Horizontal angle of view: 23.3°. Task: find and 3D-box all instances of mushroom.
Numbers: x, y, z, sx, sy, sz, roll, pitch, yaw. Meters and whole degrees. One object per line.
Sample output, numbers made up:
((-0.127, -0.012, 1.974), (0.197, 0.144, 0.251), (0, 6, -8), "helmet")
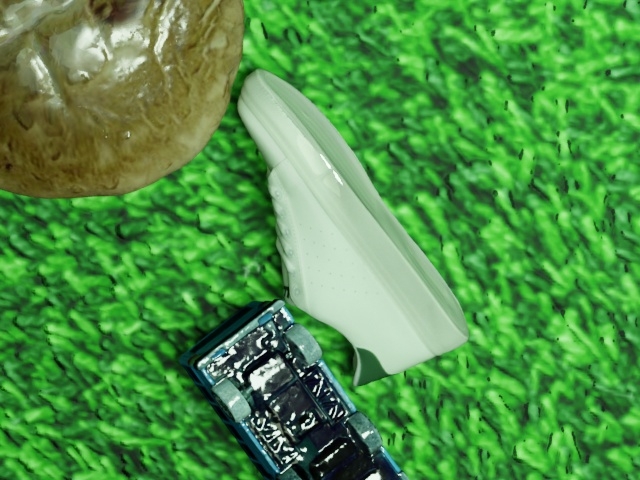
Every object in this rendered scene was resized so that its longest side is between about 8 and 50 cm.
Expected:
((-0.190, -0.160, 1.130), (0.278, 0.146, 0.278), (0, 100, 2), "mushroom")

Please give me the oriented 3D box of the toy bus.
((-0.021, 0.142, 1.216), (0.090, 0.106, 0.185), (-37, 100, -16), "toy bus")

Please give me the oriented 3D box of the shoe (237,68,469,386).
((0.000, 0.000, 1.180), (0.110, 0.095, 0.265), (-36, 101, 16), "shoe")
